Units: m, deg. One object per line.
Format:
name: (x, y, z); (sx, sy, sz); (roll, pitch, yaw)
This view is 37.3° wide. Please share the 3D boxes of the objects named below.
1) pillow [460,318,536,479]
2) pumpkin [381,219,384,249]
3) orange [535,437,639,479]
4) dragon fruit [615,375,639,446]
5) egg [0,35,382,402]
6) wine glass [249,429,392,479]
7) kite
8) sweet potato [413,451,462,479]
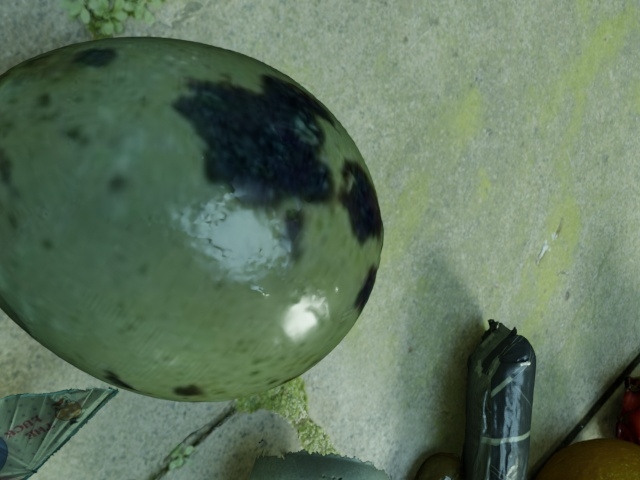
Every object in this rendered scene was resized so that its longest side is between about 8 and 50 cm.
pillow: (0.260, 0.289, 1.414); (0.092, 0.161, 0.335); (3, 92, -4)
pumpkin: (0.002, 0.002, 1.178); (0.167, 0.125, 0.167); (-7, 102, -35)
orange: (0.469, 0.455, 1.533); (0.274, 0.274, 0.274); (-7, 101, -38)
dragon fruit: (0.633, 0.336, 1.626); (0.307, 0.243, 0.228); (-10, 94, -81)
egg: (-0.144, -0.024, 0.924); (0.428, 0.345, 0.345); (24, 81, -22)
wine glass: (-0.013, 0.423, 1.134); (0.190, 0.190, 0.357); (25, 60, -38)
kite: (-0.364, 0.179, 0.916); (0.335, 0.011, 0.314); (-5, 125, -16)
sweet potato: (0.139, 0.412, 1.383); (0.233, 0.062, 0.081); (-58, 160, -23)
